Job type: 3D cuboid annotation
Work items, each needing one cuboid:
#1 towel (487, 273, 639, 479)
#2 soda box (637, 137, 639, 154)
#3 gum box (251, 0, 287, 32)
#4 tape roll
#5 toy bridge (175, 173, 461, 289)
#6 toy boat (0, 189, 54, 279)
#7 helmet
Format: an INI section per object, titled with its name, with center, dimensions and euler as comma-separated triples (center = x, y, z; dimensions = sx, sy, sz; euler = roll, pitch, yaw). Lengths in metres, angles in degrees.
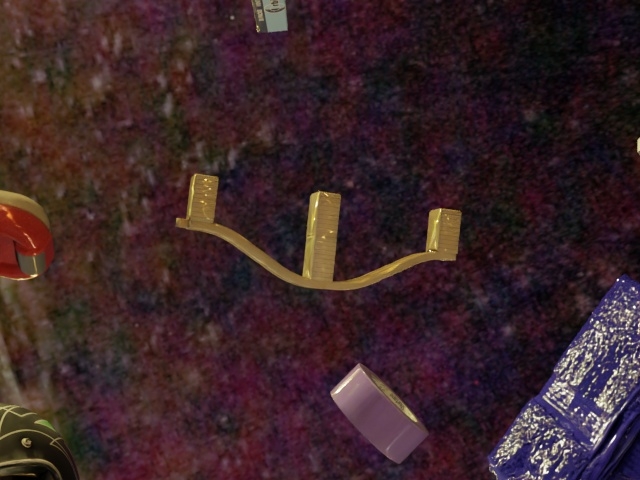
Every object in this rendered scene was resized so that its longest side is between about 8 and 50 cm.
[towel]
center = 0.322, 0.190, 0.933
dimensions = 0.076, 0.308, 0.227
euler = 34, -177, -18
[soda box]
center = 0.378, -0.132, 0.687
dimensions = 0.069, 0.074, 0.216
euler = 46, 116, 3
[gum box]
center = -0.067, -0.355, 0.918
dimensions = 0.157, 0.041, 0.184
euler = 93, 172, -82
[tape roll]
center = 0.113, 0.328, 1.536
dimensions = 0.189, 0.080, 0.189
euler = 45, -179, -1
[toy bridge]
center = 0.000, 0.000, 0.527
dimensions = 0.026, 0.188, 0.063
euler = 173, 103, -74
[toy boat]
center = -0.466, 0.018, 1.022
dimensions = 0.151, 0.231, 0.151
euler = 111, 167, -55
[helmet]
center = -0.283, 0.217, 0.680
dimensions = 0.169, 0.170, 0.161
euler = -17, 94, 61
